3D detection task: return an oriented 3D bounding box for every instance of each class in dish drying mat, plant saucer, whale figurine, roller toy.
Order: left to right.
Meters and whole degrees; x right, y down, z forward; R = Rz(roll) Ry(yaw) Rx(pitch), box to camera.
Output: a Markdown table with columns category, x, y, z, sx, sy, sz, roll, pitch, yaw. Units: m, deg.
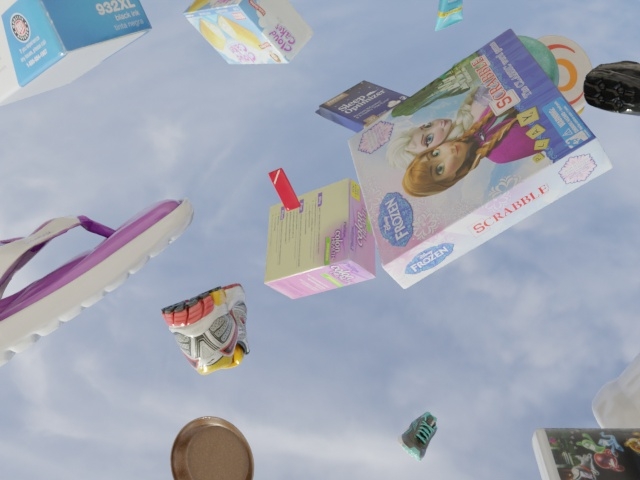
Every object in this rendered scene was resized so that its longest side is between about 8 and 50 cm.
| category | x | y | z | sx | sy | sz | roll | pitch | yaw |
| --- | --- | --- | --- | --- | --- | --- | --- | --- | --- |
| plant saucer | -0.225 | 0.472 | 1.425 | 0.198 | 0.036 | 0.199 | -1 | -94 | 18 |
| dish drying mat | -0.068 | -0.096 | 1.266 | 0.032 | 0.083 | 0.008 | -21 | -162 | 16 |
| whale figurine | 0.388 | -0.364 | 1.421 | 0.216 | 0.141 | 0.272 | 11 | -164 | -21 |
| roller toy | 0.524 | -0.371 | 1.571 | 0.209 | 0.146 | 0.191 | -11 | -89 | -12 |

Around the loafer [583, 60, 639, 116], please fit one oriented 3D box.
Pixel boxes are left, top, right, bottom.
| category | x | y | z | sx | sy | sz | roll | pitch | yaw |
| --- | --- | --- | --- | --- | --- | --- | --- | --- | --- |
| loafer | 0.448 | -0.181 | 0.849 | 0.078 | 0.076 | 0.223 | -37 | -132 | -26 |

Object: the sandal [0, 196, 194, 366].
| category | x | y | z | sx | sy | sz | roll | pitch | yaw |
| --- | --- | --- | --- | --- | --- | --- | --- | --- | --- |
| sandal | -0.297 | 0.048 | 0.609 | 0.416 | 0.102 | 0.169 | -36 | -164 | -27 |

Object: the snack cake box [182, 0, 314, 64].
| category | x | y | z | sx | sy | sz | roll | pitch | yaw |
| --- | --- | --- | --- | --- | --- | --- | --- | --- | --- |
| snack cake box | -0.151 | -0.439 | 1.352 | 0.089 | 0.152 | 0.264 | -53 | -146 | -12 |

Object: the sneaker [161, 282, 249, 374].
| category | x | y | z | sx | sy | sz | roll | pitch | yaw |
| --- | --- | --- | --- | --- | --- | --- | --- | --- | --- |
| sneaker | -0.128 | 0.108 | 0.795 | 0.088 | 0.225 | 0.093 | -21 | -91 | 3 |

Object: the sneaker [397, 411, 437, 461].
| category | x | y | z | sx | sy | sz | roll | pitch | yaw |
| --- | --- | --- | --- | --- | --- | --- | --- | --- | --- |
| sneaker | 0.207 | 0.398 | 1.388 | 0.065 | 0.166 | 0.076 | 39 | -81 | 6 |

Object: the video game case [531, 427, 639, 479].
| category | x | y | z | sx | sy | sz | roll | pitch | yaw |
| --- | --- | --- | --- | --- | --- | --- | --- | --- | --- |
| video game case | 0.242 | 0.200 | 0.422 | 0.173 | 0.022 | 0.190 | 0 | -144 | 1 |

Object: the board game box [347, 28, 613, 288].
| category | x | y | z | sx | sy | sz | roll | pitch | yaw |
| --- | --- | --- | --- | --- | --- | --- | --- | --- | --- |
| board game box | 0.206 | -0.131 | 0.988 | 0.318 | 0.066 | 0.319 | -33 | -142 | 18 |

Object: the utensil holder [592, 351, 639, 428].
| category | x | y | z | sx | sy | sz | roll | pitch | yaw |
| --- | --- | --- | --- | --- | --- | --- | --- | --- | --- |
| utensil holder | 0.516 | 0.119 | 0.635 | 0.327 | 0.327 | 0.386 | 43 | -74 | 36 |

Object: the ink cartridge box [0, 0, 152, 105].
| category | x | y | z | sx | sy | sz | roll | pitch | yaw |
| --- | --- | --- | --- | --- | --- | --- | --- | --- | --- |
| ink cartridge box | -0.361 | -0.337 | 0.763 | 0.223 | 0.308 | 0.129 | -10 | -161 | 45 |

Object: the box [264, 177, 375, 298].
| category | x | y | z | sx | sy | sz | roll | pitch | yaw |
| --- | --- | --- | --- | --- | --- | --- | --- | --- | --- |
| box | 0.000 | 0.000 | 1.591 | 0.242 | 0.117 | 0.214 | -18 | -124 | 32 |

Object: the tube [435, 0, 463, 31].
| category | x | y | z | sx | sy | sz | roll | pitch | yaw |
| --- | --- | --- | --- | --- | --- | --- | --- | --- | --- |
| tube | 0.323 | -0.609 | 1.654 | 0.080 | 0.207 | 0.052 | -19 | -119 | -3 |

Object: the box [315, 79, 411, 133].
| category | x | y | z | sx | sy | sz | roll | pitch | yaw |
| --- | --- | --- | --- | --- | --- | --- | --- | --- | --- |
| box | 0.093 | -0.301 | 1.501 | 0.136 | 0.037 | 0.225 | -33 | -142 | -19 |
